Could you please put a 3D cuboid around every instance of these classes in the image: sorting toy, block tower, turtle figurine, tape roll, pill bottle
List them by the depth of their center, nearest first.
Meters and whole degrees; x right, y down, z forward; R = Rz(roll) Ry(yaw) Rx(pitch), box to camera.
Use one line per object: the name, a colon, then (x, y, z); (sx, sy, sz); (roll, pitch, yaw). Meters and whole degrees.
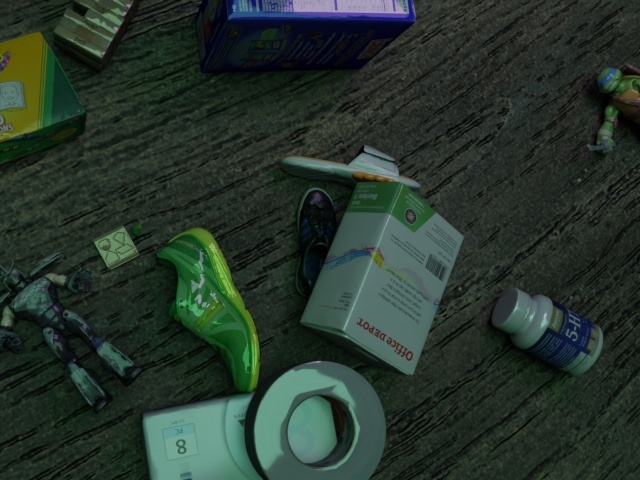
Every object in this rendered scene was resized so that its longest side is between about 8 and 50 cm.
tape roll: (-0.009, 0.303, 1.270); (0.219, 0.072, 0.219); (3, 79, -19)
sorting toy: (-0.334, 0.006, 1.345); (0.083, 0.012, 0.062); (-29, 85, -16)
block tower: (-0.346, -0.459, 1.384); (0.097, 0.091, 0.335); (29, 73, -11)
pill bottle: (0.423, 0.167, 1.495); (0.187, 0.112, 0.112); (28, 73, -11)
turtle figurine: (0.668, -0.226, 1.601); (0.266, 0.274, 0.197); (28, 108, -15)

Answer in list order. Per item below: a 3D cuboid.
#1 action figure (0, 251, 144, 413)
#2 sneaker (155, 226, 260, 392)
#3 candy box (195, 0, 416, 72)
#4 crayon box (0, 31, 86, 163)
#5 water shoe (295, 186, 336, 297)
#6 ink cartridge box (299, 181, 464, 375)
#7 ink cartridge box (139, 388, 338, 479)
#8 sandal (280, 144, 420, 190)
action figure: (-0.410, 0.135, 1.256); (0.185, 0.099, 0.285); (-44, 90, -10)
sneaker: (-0.186, 0.125, 1.323); (0.124, 0.109, 0.295); (-23, 75, -15)
candy box: (-0.035, -0.384, 1.372); (0.318, 0.268, 0.122); (-4, 85, -18)
crayon box: (-0.539, -0.207, 1.262); (0.279, 0.081, 0.165); (-26, 80, -25)
water shoe: (0.000, 0.000, 1.412); (0.073, 0.080, 0.203); (5, 79, -17)
ink cartridge box: (0.111, 0.066, 1.377); (0.201, 0.117, 0.278); (36, 70, -38)
ink cartridge box: (-0.111, 0.442, 1.294); (0.308, 0.091, 0.384); (-8, 81, -19)
sandal: (0.062, -0.142, 1.446); (0.266, 0.102, 0.076); (11, 80, -13)
